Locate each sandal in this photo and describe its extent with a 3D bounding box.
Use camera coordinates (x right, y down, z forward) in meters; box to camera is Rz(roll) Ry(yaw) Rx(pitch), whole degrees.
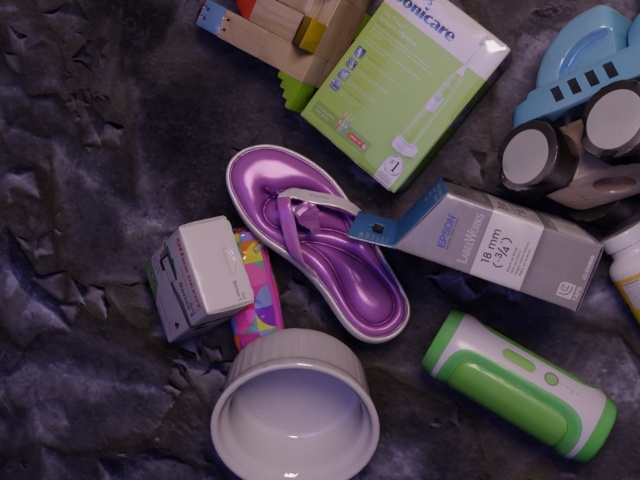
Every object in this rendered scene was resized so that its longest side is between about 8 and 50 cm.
[{"bbox_3d":[0.011,-0.011,1.270,0.169,0.102,0.416,-43,88,-14],"label":"sandal"}]

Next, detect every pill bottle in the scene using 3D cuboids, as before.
[{"bbox_3d":[0.510,0.064,1.150,0.103,0.103,0.184,-32,86,18],"label":"pill bottle"}]

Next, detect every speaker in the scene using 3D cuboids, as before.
[{"bbox_3d":[0.316,0.233,1.216,0.296,0.131,0.131,30,104,12],"label":"speaker"}]

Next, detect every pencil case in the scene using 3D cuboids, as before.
[{"bbox_3d":[-0.123,0.085,1.350,0.104,0.104,0.236,-8,95,18],"label":"pencil case"}]

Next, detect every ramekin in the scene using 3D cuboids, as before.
[{"bbox_3d":[-0.042,0.283,1.280,0.277,0.135,0.277,0,117,0],"label":"ramekin"}]

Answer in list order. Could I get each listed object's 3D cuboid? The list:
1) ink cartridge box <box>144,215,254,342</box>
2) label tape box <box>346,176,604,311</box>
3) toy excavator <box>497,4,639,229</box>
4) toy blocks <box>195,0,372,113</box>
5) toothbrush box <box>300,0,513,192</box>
[{"bbox_3d":[-0.217,0.072,1.312,0.219,0.092,0.160,-37,71,56],"label":"ink cartridge box"},{"bbox_3d":[0.222,-0.021,1.128,0.333,0.240,0.106,19,102,3],"label":"label tape box"},{"bbox_3d":[0.463,-0.287,1.053,0.433,0.222,0.445,-21,60,49],"label":"toy excavator"},{"bbox_3d":[-0.046,-0.439,1.248,0.261,0.191,0.381,33,105,23],"label":"toy blocks"},{"bbox_3d":[0.141,-0.249,1.221,0.206,0.122,0.283,40,106,10],"label":"toothbrush box"}]
